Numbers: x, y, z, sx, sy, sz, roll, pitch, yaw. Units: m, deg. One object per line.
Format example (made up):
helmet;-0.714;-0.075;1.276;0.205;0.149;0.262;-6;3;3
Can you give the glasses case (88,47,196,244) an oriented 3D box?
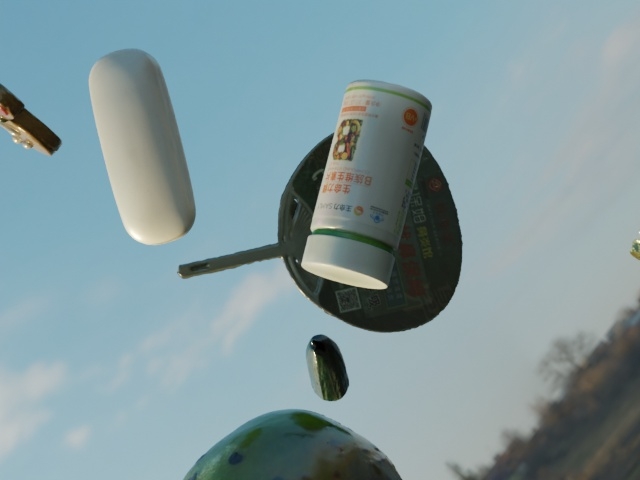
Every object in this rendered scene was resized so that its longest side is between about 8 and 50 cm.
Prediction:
glasses case;-0.177;-0.093;1.358;0.076;0.197;0.049;-15;0;14

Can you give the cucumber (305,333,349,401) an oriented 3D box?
cucumber;0.007;0.147;1.637;0.048;0.048;0.105;-45;-31;-23

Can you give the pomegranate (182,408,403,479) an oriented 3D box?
pomegranate;-0.018;0.277;1.219;0.231;0.231;0.286;-48;-12;-14

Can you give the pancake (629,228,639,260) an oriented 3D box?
pancake;0.385;0.006;1.401;0.129;0.116;0.023;-28;44;48

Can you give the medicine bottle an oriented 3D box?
medicine bottle;0.044;-0.053;1.283;0.086;0.086;0.183;54;-131;-74

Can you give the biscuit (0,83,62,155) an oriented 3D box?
biscuit;-0.466;-0.209;1.830;0.049;0.197;0.301;-50;-54;-5

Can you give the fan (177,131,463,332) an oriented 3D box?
fan;0.029;0.018;1.448;0.294;0.223;0.012;-42;3;-12
